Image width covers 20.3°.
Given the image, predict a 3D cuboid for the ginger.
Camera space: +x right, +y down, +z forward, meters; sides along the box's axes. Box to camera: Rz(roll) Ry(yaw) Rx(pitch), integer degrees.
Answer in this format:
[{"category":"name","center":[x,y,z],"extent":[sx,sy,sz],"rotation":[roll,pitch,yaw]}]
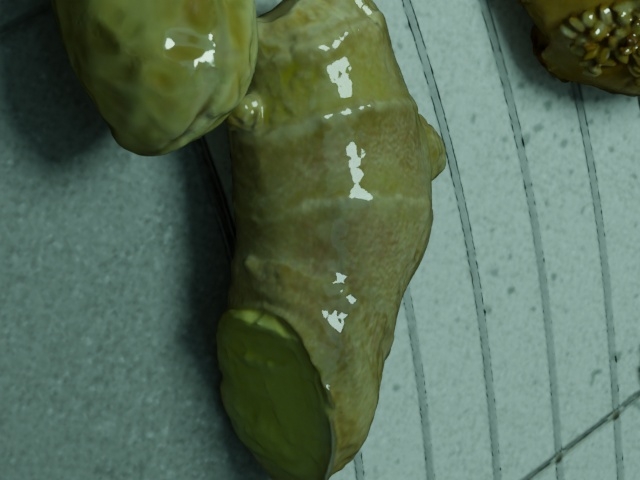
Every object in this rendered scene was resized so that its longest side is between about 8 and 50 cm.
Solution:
[{"category":"ginger","center":[0.000,0.000,1.221],"extent":[0.190,0.126,0.354],"rotation":[7,93,-43]}]

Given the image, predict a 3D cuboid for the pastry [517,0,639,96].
[{"category":"pastry","center":[0.286,-0.243,1.358],"extent":[0.311,0.162,0.255],"rotation":[-26,109,-27]}]

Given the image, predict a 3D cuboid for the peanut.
[{"category":"peanut","center":[-0.100,-0.206,1.124],"extent":[0.147,0.147,0.305],"rotation":[6,92,-32]}]
